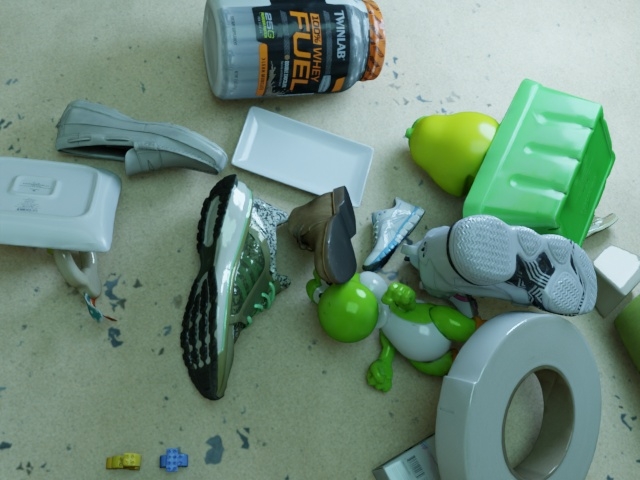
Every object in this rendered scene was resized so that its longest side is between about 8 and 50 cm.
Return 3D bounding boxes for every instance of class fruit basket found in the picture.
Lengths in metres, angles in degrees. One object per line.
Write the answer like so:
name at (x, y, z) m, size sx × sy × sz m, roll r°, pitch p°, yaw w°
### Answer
fruit basket at (0.363, -0.137, 1.652) m, size 0.392 × 0.283 × 0.392 m, roll -17°, pitch 47°, yaw 19°

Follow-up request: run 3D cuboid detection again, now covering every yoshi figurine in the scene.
yoshi figurine at (0.136, 0.164, 1.481) m, size 0.362 × 0.203 × 0.203 m, roll 25°, pitch 73°, yaw -1°

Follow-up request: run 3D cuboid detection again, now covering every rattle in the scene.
rattle at (-0.457, 0.069, 1.435) m, size 0.143 × 0.130 × 0.199 m, roll -18°, pitch 102°, yaw -8°

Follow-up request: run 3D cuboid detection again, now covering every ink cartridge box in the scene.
ink cartridge box at (0.203, 0.423, 1.461) m, size 0.175 × 0.072 × 0.127 m, roll -25°, pitch 77°, yaw -21°

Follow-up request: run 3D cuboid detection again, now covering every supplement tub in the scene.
supplement tub at (-0.054, -0.394, 1.630) m, size 0.338 × 0.207 × 0.207 m, roll -7°, pitch 72°, yaw -16°

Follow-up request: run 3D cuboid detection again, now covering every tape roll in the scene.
tape roll at (0.357, 0.316, 1.433) m, size 0.392 × 0.072 × 0.392 m, roll -3°, pitch 95°, yaw -39°

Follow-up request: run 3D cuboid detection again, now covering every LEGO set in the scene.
LEGO set at (-0.291, 0.387, 1.341) m, size 0.227 × 0.093 × 0.087 m, roll 2°, pitch 69°, yaw -13°

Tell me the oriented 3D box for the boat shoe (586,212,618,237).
boat shoe at (0.574, -0.034, 1.736) m, size 0.135 × 0.050 × 0.045 m, roll -24°, pitch 83°, yaw -21°

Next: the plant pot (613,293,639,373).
plant pot at (0.728, 0.221, 1.585) m, size 0.275 × 0.275 × 0.293 m, roll -31°, pitch 65°, yaw -22°

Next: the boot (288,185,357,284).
boot at (0.000, 0.000, 1.484) m, size 0.115 × 0.305 × 0.112 m, roll -14°, pitch 114°, yaw 9°

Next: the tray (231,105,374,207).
tray at (-0.035, -0.165, 1.646) m, size 0.270 × 0.030 × 0.145 m, roll 19°, pitch 67°, yaw -7°

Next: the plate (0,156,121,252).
plate at (-0.492, -0.076, 1.404) m, size 0.277 × 0.045 × 0.278 m, roll 6°, pitch 30°, yaw -12°

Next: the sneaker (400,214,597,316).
sneaker at (0.327, 0.051, 1.496) m, size 0.366 × 0.210 × 0.137 m, roll 19°, pitch 75°, yaw -30°

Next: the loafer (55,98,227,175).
loafer at (-0.337, -0.169, 1.536) m, size 0.319 × 0.112 × 0.111 m, roll 14°, pitch 72°, yaw 0°

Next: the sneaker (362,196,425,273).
sneaker at (0.125, -0.013, 1.615) m, size 0.083 × 0.071 × 0.190 m, roll 36°, pitch 57°, yaw 8°

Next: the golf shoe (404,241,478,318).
golf shoe at (0.241, 0.084, 1.611) m, size 0.086 × 0.067 × 0.186 m, roll -34°, pitch 85°, yaw 9°

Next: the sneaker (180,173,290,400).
sneaker at (-0.132, 0.088, 1.478) m, size 0.182 × 0.158 × 0.410 m, roll 16°, pitch 71°, yaw -27°

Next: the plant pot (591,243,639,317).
plant pot at (0.599, 0.074, 1.677) m, size 0.109 × 0.109 × 0.096 m, roll -38°, pitch 71°, yaw -23°
